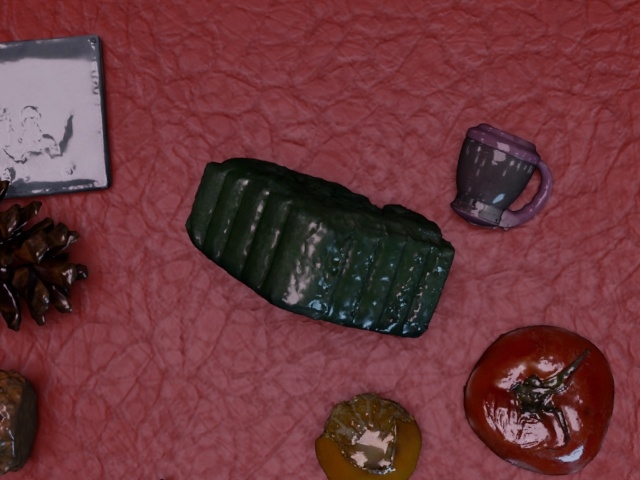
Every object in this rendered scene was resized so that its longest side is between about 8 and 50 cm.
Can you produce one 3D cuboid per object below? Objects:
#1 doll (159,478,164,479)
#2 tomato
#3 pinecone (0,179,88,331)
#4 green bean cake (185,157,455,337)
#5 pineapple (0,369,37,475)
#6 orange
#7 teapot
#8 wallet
[{"bbox_3d":[-0.275,0.453,1.847,0.219,0.067,0.091,-44,87,4],"label":"doll"},{"bbox_3d":[0.322,0.234,1.814,0.227,0.101,0.228,-1,83,7],"label":"tomato"},{"bbox_3d":[-0.497,0.028,1.824,0.309,0.244,0.244,16,86,-8],"label":"pinecone"},{"bbox_3d":[0.000,0.000,1.788,0.308,0.300,0.169,30,103,46],"label":"green bean cake"},{"bbox_3d":[-0.595,0.257,1.843,0.340,0.169,0.169,6,85,7],"label":"pineapple"},{"bbox_3d":[0.071,0.298,1.808,0.156,0.134,0.157,0,91,-7],"label":"orange"},{"bbox_3d":[0.261,-0.089,1.858,0.116,0.148,0.146,29,100,41],"label":"teapot"},{"bbox_3d":[-0.475,-0.186,1.929,0.290,0.054,0.251,-4,88,-2],"label":"wallet"}]
